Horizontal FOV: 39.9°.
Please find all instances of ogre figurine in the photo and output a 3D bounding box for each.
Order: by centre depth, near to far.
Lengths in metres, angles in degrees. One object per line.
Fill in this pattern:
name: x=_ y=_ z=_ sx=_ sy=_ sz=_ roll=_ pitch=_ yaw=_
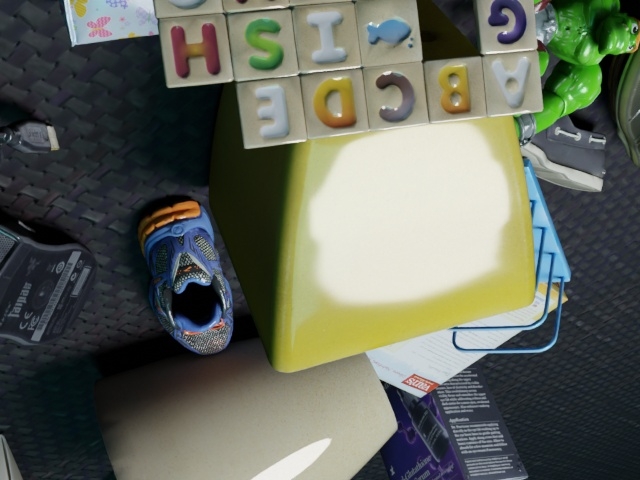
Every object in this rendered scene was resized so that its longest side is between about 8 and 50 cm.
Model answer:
ogre figurine: x=0.180 y=-0.168 z=0.679 sx=0.118 sy=0.097 sz=0.197 roll=-13 pitch=103 yaw=-29

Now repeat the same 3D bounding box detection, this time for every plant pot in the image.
plant pot: x=0.032 y=-0.062 z=0.658 sx=0.212 sy=0.212 sz=0.187 roll=-14 pitch=135 yaw=-13
plant pot: x=-0.065 y=0.209 z=0.960 sx=0.274 sy=0.256 sz=0.256 roll=-25 pitch=148 yaw=-6

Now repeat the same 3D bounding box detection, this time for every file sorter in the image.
file sorter: x=0.161 y=0.022 z=0.859 sx=0.118 sy=0.105 sz=0.170 roll=-4 pitch=138 yaw=29

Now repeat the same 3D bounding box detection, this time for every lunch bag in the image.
lunch bag: x=-0.126 y=-0.166 z=0.537 sx=0.071 sy=0.053 sz=0.083 roll=-11 pitch=137 yaw=-19

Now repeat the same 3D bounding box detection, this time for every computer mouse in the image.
computer mouse: x=-0.242 y=-0.006 z=0.679 sx=0.184 sy=0.060 sz=0.262 roll=-67 pitch=168 yaw=3

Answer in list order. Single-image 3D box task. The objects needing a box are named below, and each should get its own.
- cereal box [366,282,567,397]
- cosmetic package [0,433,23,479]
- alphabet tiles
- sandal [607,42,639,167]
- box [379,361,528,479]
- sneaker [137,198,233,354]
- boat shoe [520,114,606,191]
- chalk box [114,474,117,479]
cereal box: x=0.147 y=0.089 z=1.052 sx=0.173 sy=0.047 sz=0.240 roll=30 pitch=123 yaw=-36
cosmetic package: x=-0.434 y=0.367 z=1.083 sx=0.160 sy=0.113 sz=0.309 roll=-11 pitch=146 yaw=-17
alphabet tiles: x=0.017 y=-0.163 z=0.528 sx=0.237 sy=0.198 sz=0.009 roll=-9 pitch=-174 yaw=-14
sandal: x=0.306 y=-0.146 z=0.807 sx=0.120 sy=0.086 sz=0.303 roll=-33 pitch=162 yaw=6
box: x=0.163 y=0.266 z=1.203 sx=0.108 sy=0.207 sz=0.153 roll=3 pitch=139 yaw=-31
sneaker: x=-0.123 y=0.058 z=0.836 sx=0.083 sy=0.087 sz=0.221 roll=-18 pitch=147 yaw=-6
boat shoe: x=0.206 y=-0.102 z=0.844 sx=0.206 sy=0.075 sz=0.065 roll=18 pitch=88 yaw=-39
chalk box: x=-0.099 y=0.328 z=1.169 sx=0.289 sy=0.179 sz=0.180 roll=-36 pitch=145 yaw=19
